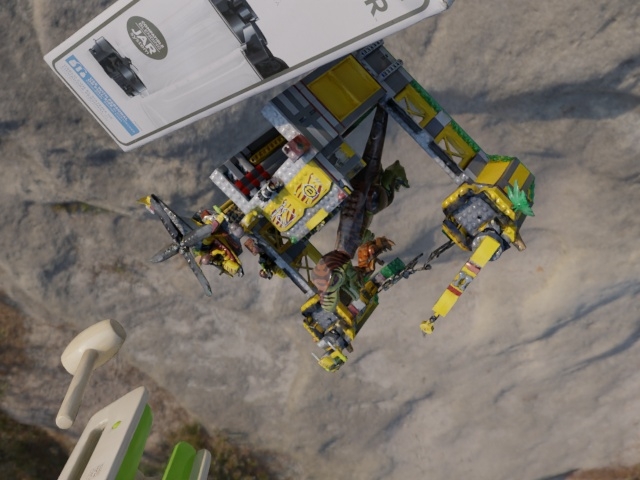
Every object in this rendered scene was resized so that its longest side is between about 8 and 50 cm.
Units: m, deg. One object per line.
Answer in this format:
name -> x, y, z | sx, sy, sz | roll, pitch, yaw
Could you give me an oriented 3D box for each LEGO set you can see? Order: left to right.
LEGO set -> 0.000, 0.000, 0.567 | 0.331, 0.192, 0.255 | -30, 102, 43

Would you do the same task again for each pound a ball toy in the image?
pound a ball toy -> -0.242, 0.254, 0.676 | 0.135, 0.319, 0.208 | -34, 109, 13

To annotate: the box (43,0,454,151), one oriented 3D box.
box -> -0.031, -0.168, 0.417 | 0.289, 0.169, 0.087 | -12, 125, 43
